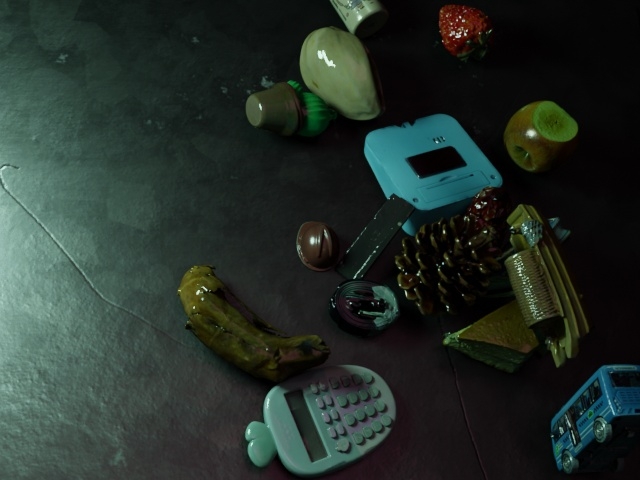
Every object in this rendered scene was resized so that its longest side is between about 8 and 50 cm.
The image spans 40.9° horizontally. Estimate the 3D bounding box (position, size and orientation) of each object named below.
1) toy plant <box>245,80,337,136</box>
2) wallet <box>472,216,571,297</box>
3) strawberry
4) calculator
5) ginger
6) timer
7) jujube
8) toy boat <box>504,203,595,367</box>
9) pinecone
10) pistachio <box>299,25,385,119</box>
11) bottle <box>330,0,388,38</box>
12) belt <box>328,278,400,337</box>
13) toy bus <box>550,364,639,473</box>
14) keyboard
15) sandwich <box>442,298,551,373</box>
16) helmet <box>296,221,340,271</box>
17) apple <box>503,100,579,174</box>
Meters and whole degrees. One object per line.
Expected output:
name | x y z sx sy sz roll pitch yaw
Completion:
toy plant | -0.058 -0.277 1.804 0.200 0.105 0.143 -7 52 -36
wallet | 0.406 0.033 1.744 0.202 0.141 0.059 -41 105 -27
strawberry | 0.341 -0.490 1.993 0.131 0.131 0.148 -1 64 -15
calculator | 0.002 0.327 1.554 0.298 0.041 0.186 -17 70 -23
ginger | -0.141 0.164 1.562 0.309 0.107 0.133 37 56 8
timer | 0.235 -0.149 1.841 0.231 0.091 0.250 -17 58 -20
jujube | 0.340 -0.037 1.751 0.104 0.166 0.104 15 38 -12
toy boat | 0.412 0.081 1.603 0.115 0.089 0.310 -11 71 -20
pinecone | 0.254 0.040 1.662 0.212 0.168 0.186 -37 67 13
pistachio | 0.052 -0.359 1.852 0.238 0.153 0.137 46 23 8
bottle | 0.070 -0.574 1.980 0.110 0.097 0.209 -6 61 -52
belt | 0.085 0.130 1.661 0.140 0.058 0.105 8 66 -11
toy bus | 0.516 0.333 1.569 0.113 0.246 0.134 1 53 -13
keyboard | 0.110 -0.003 1.712 0.060 0.018 0.195 38 87 12
sandwich | 0.367 0.184 1.674 0.235 0.122 0.128 -25 69 -21
helmet | 0.000 0.000 1.703 0.089 0.057 0.111 -5 66 -14
apple | 0.484 -0.231 1.874 0.147 0.163 0.146 -42 89 -12
